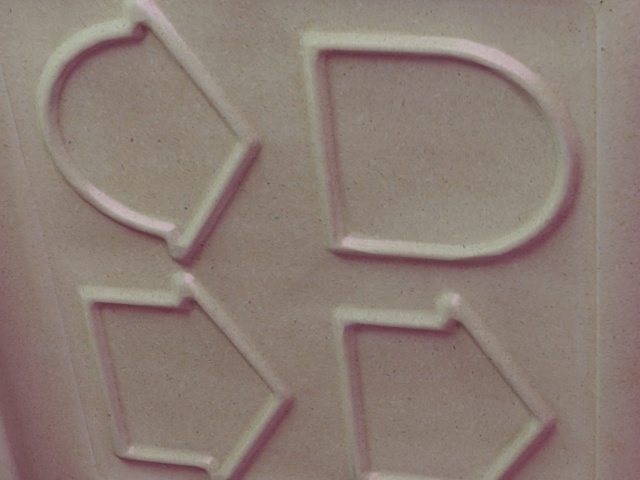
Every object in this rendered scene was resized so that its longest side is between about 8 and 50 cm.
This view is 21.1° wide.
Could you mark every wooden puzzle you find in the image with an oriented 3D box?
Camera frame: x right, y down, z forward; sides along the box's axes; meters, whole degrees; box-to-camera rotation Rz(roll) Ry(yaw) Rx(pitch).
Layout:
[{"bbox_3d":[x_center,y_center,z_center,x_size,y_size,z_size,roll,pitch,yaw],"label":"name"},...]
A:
[{"bbox_3d":[0.000,0.000,0.793,0.348,0.080,0.322,1,128,11],"label":"wooden puzzle"}]
